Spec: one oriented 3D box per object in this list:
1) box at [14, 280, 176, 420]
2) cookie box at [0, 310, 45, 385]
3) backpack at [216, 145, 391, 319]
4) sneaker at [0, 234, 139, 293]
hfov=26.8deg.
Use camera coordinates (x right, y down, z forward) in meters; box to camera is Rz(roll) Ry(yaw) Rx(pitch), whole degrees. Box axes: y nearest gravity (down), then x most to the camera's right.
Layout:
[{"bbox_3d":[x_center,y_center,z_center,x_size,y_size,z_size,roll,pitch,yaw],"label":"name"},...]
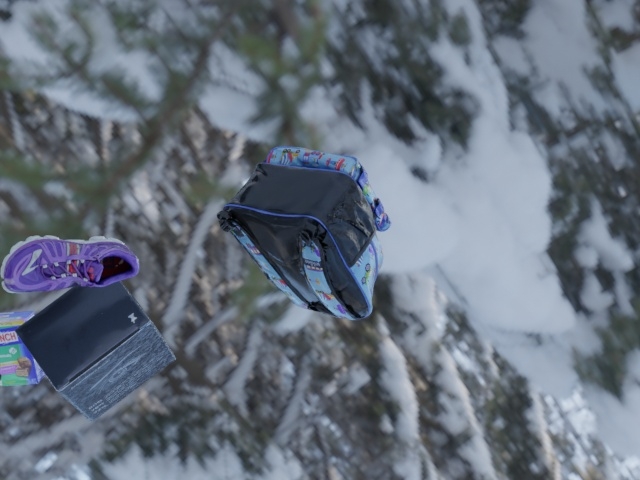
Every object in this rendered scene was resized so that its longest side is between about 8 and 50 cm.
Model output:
[{"bbox_3d":[-0.298,0.141,1.814,0.153,0.207,0.108,-37,-107,-10],"label":"box"},{"bbox_3d":[-0.476,0.166,2.054,0.091,0.107,0.040,-4,-162,11],"label":"cookie box"},{"bbox_3d":[0.000,0.000,1.443,0.158,0.173,0.117,9,-127,40],"label":"backpack"},{"bbox_3d":[-0.293,0.029,1.589,0.169,0.068,0.071,-10,-162,-31],"label":"sneaker"}]
